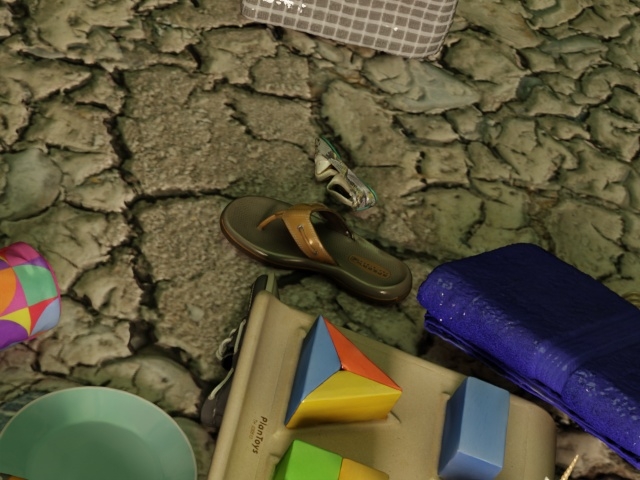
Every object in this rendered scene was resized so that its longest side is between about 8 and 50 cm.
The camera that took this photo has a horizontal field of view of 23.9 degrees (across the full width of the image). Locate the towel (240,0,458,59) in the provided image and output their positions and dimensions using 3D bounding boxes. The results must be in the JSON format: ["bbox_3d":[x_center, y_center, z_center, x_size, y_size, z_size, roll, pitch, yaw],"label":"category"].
[{"bbox_3d":[0.044,-0.355,1.863,0.283,0.235,0.121,13,51,-4],"label":"towel"}]

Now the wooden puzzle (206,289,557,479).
[{"bbox_3d":[0.074,0.214,1.373,0.347,0.080,0.322,25,43,-12],"label":"wooden puzzle"}]

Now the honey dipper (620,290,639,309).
[{"bbox_3d":[0.345,0.125,1.633,0.030,0.030,0.161,8,49,-9],"label":"honey dipper"}]

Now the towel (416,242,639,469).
[{"bbox_3d":[0.268,0.116,1.550,0.308,0.076,0.227,36,29,30],"label":"towel"}]

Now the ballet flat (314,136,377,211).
[{"bbox_3d":[0.017,-0.074,1.721,0.041,0.041,0.114,-21,55,-32],"label":"ballet flat"}]

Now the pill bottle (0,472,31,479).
[{"bbox_3d":[-0.368,0.243,1.213,0.278,0.162,0.162,14,45,-4],"label":"pill bottle"}]

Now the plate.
[{"bbox_3d":[-0.207,0.214,1.387,0.188,0.024,0.188,9,45,-9],"label":"plate"}]

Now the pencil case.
[{"bbox_3d":[-0.361,0.081,1.421,0.236,0.104,0.104,-24,58,-31],"label":"pencil case"}]

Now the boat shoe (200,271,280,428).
[{"bbox_3d":[-0.076,0.106,1.495,0.065,0.075,0.206,-4,41,10],"label":"boat shoe"}]

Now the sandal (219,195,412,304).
[{"bbox_3d":[0.000,0.000,1.627,0.219,0.060,0.090,25,45,8],"label":"sandal"}]

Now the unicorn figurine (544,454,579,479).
[{"bbox_3d":[0.226,0.290,1.371,0.060,0.162,0.111,-13,44,11],"label":"unicorn figurine"}]
